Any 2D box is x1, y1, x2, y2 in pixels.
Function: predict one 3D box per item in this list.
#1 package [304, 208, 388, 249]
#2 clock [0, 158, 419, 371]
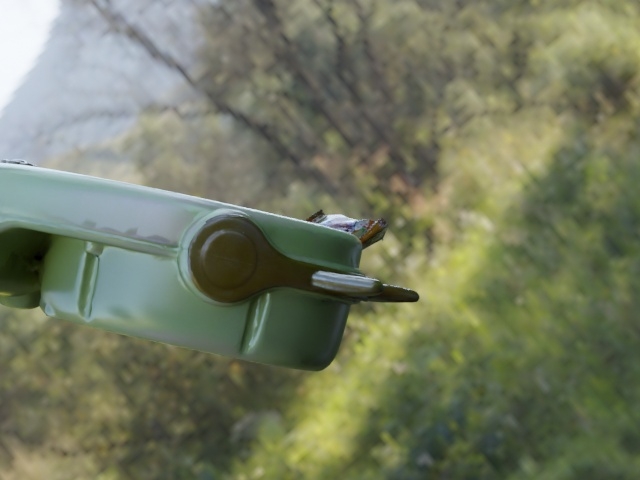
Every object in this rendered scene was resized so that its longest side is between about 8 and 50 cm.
[{"bbox_3d":[0.001,0.000,2.083,0.108,0.031,0.120,-30,25,-33],"label":"package"},{"bbox_3d":[-0.104,0.026,1.543,0.286,0.348,0.117,17,-96,-74],"label":"clock"}]
